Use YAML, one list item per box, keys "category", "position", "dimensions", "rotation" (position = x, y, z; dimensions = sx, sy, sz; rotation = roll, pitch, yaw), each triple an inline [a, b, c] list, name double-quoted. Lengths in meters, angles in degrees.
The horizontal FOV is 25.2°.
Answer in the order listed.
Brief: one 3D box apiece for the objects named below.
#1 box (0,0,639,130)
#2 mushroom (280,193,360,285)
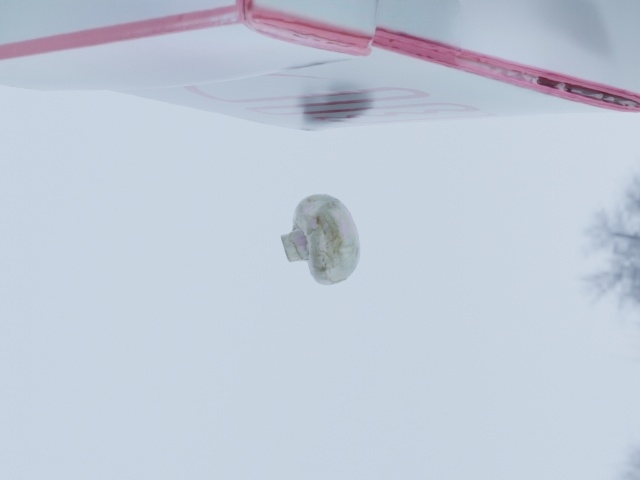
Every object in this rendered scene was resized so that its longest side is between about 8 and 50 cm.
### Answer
- category: "box"
  position: [-0.004, -0.232, 0.818]
  dimensions: [0.300, 0.312, 0.314]
  rotation: [7, -93, -40]
- category: "mushroom"
  position: [0.000, 0.000, 1.284]
  dimensions: [0.083, 0.068, 0.083]
  rotation: [162, 90, -88]
